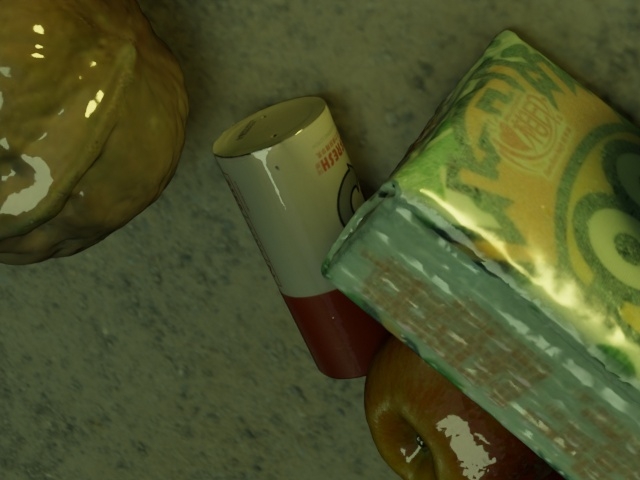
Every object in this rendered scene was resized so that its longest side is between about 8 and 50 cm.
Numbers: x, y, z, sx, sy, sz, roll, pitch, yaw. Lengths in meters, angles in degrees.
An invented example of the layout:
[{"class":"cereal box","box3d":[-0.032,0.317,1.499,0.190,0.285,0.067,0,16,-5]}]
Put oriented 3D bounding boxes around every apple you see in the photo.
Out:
[{"class":"apple","box3d":[0.136,0.126,0.902,0.160,0.173,0.195,27,137,41]}]

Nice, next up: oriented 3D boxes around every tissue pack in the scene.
[{"class":"tissue pack","box3d":[0.183,0.029,0.765,0.311,0.228,0.128,39,132,-1]}]

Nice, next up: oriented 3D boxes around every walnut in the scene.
[{"class":"walnut","box3d":[-0.225,-0.104,0.885,0.248,0.248,0.248,14,128,19]}]

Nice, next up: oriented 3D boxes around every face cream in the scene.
[{"class":"face cream","box3d":[0.000,0.000,0.927,0.096,0.096,0.214,-9,118,32]}]
